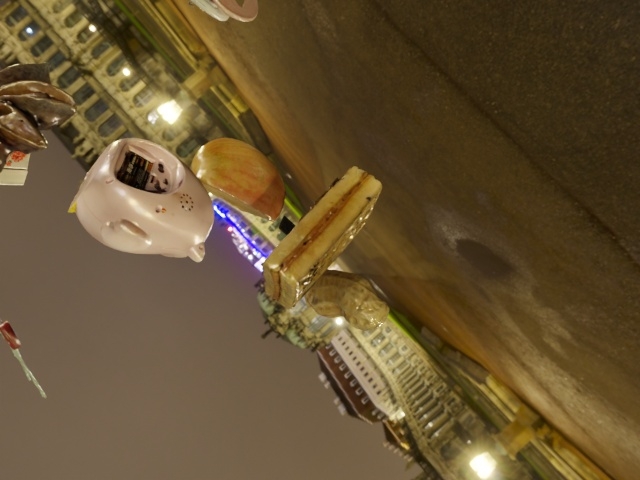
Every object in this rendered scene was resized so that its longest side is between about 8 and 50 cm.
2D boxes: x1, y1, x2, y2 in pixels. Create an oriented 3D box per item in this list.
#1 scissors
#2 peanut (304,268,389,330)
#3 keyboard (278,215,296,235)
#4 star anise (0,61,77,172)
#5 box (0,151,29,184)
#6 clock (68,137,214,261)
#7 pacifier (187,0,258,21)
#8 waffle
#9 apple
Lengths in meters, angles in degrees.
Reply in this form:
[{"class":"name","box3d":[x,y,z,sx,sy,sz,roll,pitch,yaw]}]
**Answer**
[{"class":"scissors","box3d":[-0.658,0.245,0.879,0.144,0.017,0.247,24,130,29]},{"class":"peanut","box3d":[0.064,0.167,1.173,0.325,0.153,0.140,20,142,51]},{"class":"keyboard","box3d":[-0.066,-0.002,1.423,0.204,0.013,0.061,43,-134,-28]},{"class":"star anise","box3d":[-0.647,-0.248,0.797,0.315,0.315,0.108,47,163,30]},{"class":"box","box3d":[-0.853,-0.249,1.112,0.029,0.198,0.109,23,-168,13]},{"class":"clock","box3d":[-0.494,-0.118,1.218,0.377,0.251,0.368,30,-143,-32]},{"class":"pacifier","box3d":[-0.274,-0.719,1.034,0.332,0.273,0.220,36,-172,-35]},{"class":"waffle","box3d":[0.000,0.000,1.098,0.114,0.376,0.261,38,158,8]},{"class":"apple","box3d":[-0.297,-0.218,1.468,0.309,0.252,0.313,39,-148,-46]}]
